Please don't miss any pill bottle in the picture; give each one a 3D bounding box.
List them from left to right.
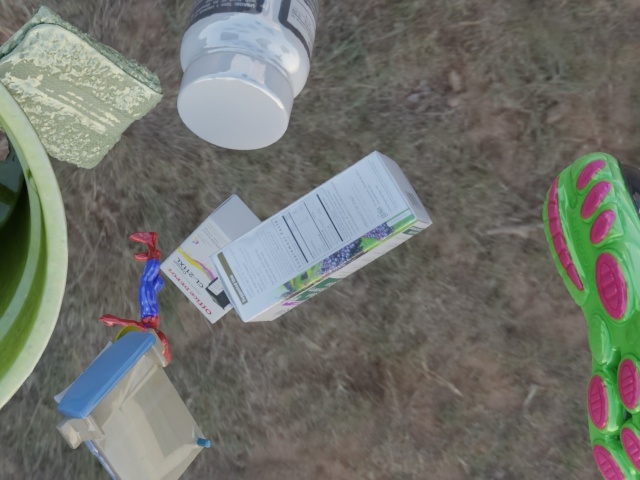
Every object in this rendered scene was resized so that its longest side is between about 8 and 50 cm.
[{"bbox_3d":[-0.109,-0.336,1.654,0.204,0.204,0.361,18,56,-13],"label":"pill bottle"}]

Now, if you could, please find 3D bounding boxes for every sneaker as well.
[{"bbox_3d":[0.417,0.116,1.241,0.202,0.185,0.482,1,71,-25],"label":"sneaker"}]

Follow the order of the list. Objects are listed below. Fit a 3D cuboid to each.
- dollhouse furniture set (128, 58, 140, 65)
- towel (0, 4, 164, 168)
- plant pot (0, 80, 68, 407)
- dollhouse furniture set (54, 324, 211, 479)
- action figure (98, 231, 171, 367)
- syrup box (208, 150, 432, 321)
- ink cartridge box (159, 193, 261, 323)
[{"bbox_3d":[-0.361,-0.254,1.650,0.152,0.058,0.076,-10,60,11],"label":"dollhouse furniture set"},{"bbox_3d":[-0.203,-0.115,0.826,0.110,0.027,0.148,-43,145,13],"label":"towel"},{"bbox_3d":[-0.289,-0.030,0.654,0.276,0.254,0.276,-2,106,-8],"label":"plant pot"},{"bbox_3d":[-0.283,0.295,1.310,0.303,0.198,0.286,-51,128,-35],"label":"dollhouse furniture set"},{"bbox_3d":[-0.321,0.125,1.733,0.139,0.280,0.091,-11,143,-6],"label":"action figure"},{"bbox_3d":[0.000,0.000,1.211,0.237,0.093,0.096,-33,78,13],"label":"syrup box"},{"bbox_3d":[-0.147,0.032,1.584,0.127,0.175,0.072,47,46,-3],"label":"ink cartridge box"}]
